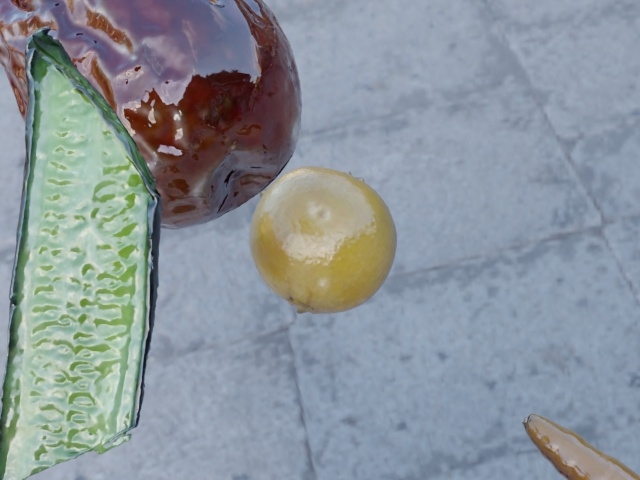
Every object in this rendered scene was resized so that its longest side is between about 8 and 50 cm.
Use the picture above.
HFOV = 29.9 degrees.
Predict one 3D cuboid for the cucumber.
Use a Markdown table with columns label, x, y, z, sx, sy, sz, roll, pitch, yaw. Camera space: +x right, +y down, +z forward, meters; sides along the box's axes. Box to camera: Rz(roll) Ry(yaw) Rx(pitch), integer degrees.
| label | x | y | z | sx | sy | sz | roll | pitch | yaw |
| --- | --- | --- | --- | --- | --- | --- | --- | --- | --- |
| cucumber | -0.109 | 0.011 | 0.573 | 0.070 | 0.220 | 0.046 | 4 | 1 | 10 |

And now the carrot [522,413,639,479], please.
| label | x | y | z | sx | sy | sz | roll | pitch | yaw |
| --- | --- | --- | --- | --- | --- | --- | --- | --- | --- |
| carrot | 0.257 | 0.211 | 0.711 | 0.336 | 0.069 | 0.069 | 39 | 58 | 12 |

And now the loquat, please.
| label | x | y | z | sx | sy | sz | roll | pitch | yaw |
| --- | --- | --- | --- | --- | --- | --- | --- | --- | --- |
| loquat | 0.000 | 0.000 | 1.094 | 0.141 | 0.141 | 0.141 | -9 | 38 | 7 |

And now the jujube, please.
| label | x | y | z | sx | sy | sz | roll | pitch | yaw |
| --- | --- | --- | --- | --- | --- | --- | --- | --- | --- |
| jujube | -0.120 | -0.117 | 0.763 | 0.168 | 0.168 | 0.236 | -36 | 71 | -24 |
